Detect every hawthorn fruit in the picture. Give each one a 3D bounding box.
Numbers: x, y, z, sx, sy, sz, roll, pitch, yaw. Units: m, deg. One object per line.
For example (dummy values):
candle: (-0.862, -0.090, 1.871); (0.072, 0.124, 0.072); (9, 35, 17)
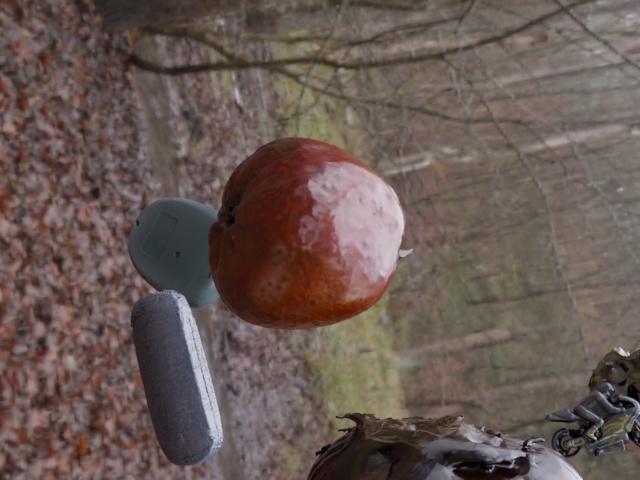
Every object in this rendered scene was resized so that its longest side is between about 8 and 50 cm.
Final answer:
hawthorn fruit: (0.000, 0.000, 0.751); (0.179, 0.200, 0.179); (-31, -129, 49)

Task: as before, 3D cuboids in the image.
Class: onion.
onion: (0.137, 0.305, 0.862); (0.314, 0.313, 0.232); (-52, 141, -83)

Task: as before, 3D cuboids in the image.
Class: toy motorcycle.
toy motorcycle: (0.499, 0.317, 1.439); (0.061, 0.193, 0.124); (49, 33, -79)

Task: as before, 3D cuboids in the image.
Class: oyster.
oyster: (0.648, 0.332, 1.583); (0.238, 0.115, 0.351); (25, -33, 46)

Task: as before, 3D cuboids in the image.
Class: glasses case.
glasses case: (-0.232, 0.218, 1.290); (0.067, 0.109, 0.282); (2, 69, -64)

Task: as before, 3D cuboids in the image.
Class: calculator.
calculator: (-0.242, 0.022, 1.505); (0.186, 0.298, 0.041); (-61, 150, -3)
